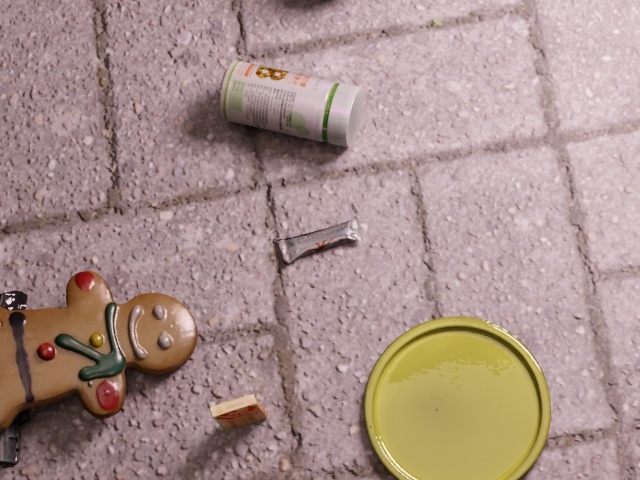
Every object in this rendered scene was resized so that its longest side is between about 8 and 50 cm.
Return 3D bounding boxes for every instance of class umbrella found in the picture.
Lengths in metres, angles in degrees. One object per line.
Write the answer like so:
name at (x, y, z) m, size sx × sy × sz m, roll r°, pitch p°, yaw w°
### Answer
umbrella at (-0.414, 0.179, 1.858) m, size 0.066 × 0.059 × 0.236 m, roll -12°, pitch 70°, yaw 22°

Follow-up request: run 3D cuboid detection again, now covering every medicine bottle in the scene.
medicine bottle at (-0.039, -0.184, 1.922) m, size 0.183 × 0.086 × 0.086 m, roll 13°, pitch 72°, yaw 12°

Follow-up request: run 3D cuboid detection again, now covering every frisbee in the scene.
frisbee at (0.171, 0.209, 1.788) m, size 0.236 × 0.017 × 0.236 m, roll -2°, pitch 70°, yaw 7°

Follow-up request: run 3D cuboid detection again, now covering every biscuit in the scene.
biscuit at (-0.307, 0.134, 1.832) m, size 0.301 × 0.049 × 0.197 m, roll -8°, pitch 74°, yaw -10°

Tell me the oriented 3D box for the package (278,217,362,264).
package at (0.000, 0.000, 1.887) m, size 0.110 × 0.015 × 0.037 m, roll -17°, pitch 70°, yaw 3°

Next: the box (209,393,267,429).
box at (-0.102, 0.215, 1.782) m, size 0.058 × 0.093 × 0.015 m, roll -15°, pitch 71°, yaw 1°
